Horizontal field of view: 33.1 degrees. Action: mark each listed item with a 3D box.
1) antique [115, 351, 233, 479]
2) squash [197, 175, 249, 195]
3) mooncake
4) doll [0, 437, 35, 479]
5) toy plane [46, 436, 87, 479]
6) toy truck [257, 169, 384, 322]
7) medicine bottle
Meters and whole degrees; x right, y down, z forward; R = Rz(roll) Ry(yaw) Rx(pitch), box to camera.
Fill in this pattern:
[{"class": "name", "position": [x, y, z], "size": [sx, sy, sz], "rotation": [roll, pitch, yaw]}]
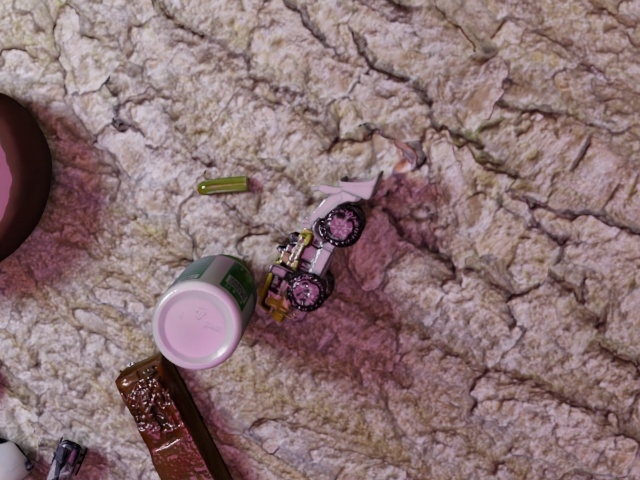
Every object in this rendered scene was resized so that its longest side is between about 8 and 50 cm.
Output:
[{"class": "antique", "position": [-0.233, 0.339, 1.780], "size": [0.087, 0.093, 0.310], "rotation": [-24, 97, 7]}, {"class": "squash", "position": [-0.158, -0.088, 1.735], "size": [0.083, 0.027, 0.027], "rotation": [-4, 99, 6]}, {"class": "mooncake", "position": [-0.598, -0.084, 1.692], "size": [0.333, 0.174, 0.326], "rotation": [12, 97, 5]}, {"class": "doll", "position": [-0.574, 0.364, 1.800], "size": [0.180, 0.110, 0.107], "rotation": [30, 99, 1]}, {"class": "toy plane", "position": [-0.444, 0.403, 1.815], "size": [0.053, 0.078, 0.197], "rotation": [25, 115, -3]}, {"class": "toy truck", "position": [0.000, 0.000, 1.688], "size": [0.111, 0.136, 0.286], "rotation": [29, 99, 3]}, {"class": "medicine bottle", "position": [-0.168, 0.097, 1.642], "size": [0.133, 0.274, 0.133], "rotation": [1, 101, 3]}]
